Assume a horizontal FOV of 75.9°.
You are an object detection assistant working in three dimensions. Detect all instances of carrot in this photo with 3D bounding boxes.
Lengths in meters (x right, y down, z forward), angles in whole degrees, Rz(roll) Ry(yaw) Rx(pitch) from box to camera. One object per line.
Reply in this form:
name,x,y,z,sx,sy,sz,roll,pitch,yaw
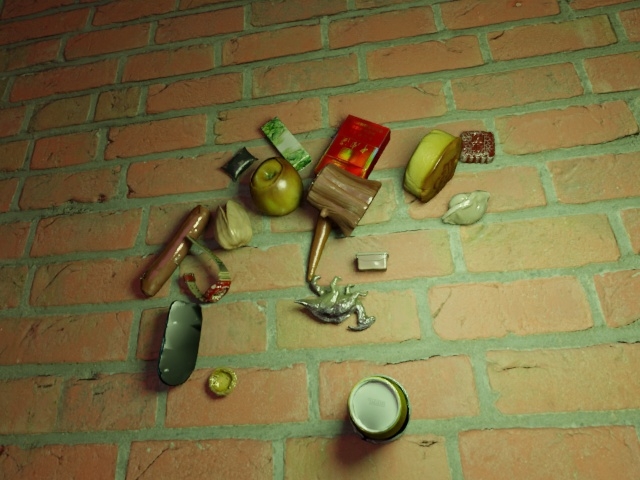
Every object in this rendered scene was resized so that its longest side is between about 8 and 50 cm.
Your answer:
carrot,0.000,0.000,1.590,0.068,0.069,0.337,10,75,14

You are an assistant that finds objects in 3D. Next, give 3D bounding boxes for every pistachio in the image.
pistachio,-0.354,-0.063,1.627,0.157,0.157,0.230,-23,53,0

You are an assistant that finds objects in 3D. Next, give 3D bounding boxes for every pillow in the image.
pillow,-0.353,-0.338,1.799,0.090,0.048,0.150,39,76,25

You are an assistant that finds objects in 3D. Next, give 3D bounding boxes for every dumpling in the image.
dumpling,0.540,-0.127,1.507,0.198,0.136,0.118,-25,58,-13

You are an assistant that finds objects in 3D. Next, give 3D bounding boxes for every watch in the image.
watch,-0.461,0.118,1.588,0.268,0.102,0.165,38,99,22

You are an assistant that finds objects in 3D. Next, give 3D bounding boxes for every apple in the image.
apple,-0.174,-0.215,1.627,0.236,0.208,0.237,-4,64,8

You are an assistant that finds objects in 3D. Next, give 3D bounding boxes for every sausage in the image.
sausage,-0.585,0.039,1.657,0.094,0.094,0.419,39,74,-22

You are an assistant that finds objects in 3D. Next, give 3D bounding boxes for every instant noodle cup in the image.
instant noodle cup,0.169,0.505,1.246,0.215,0.236,0.216,-5,65,10

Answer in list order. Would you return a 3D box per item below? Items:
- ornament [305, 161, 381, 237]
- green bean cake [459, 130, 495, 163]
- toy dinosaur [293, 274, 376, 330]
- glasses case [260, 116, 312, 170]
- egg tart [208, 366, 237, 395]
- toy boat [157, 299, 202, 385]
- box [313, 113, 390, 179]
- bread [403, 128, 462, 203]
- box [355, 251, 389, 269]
ornament,0.079,-0.165,1.527,0.217,0.221,0.235,33,96,4
green bean cake,0.623,-0.375,1.637,0.135,0.056,0.135,3,69,11
toy dinosaur,0.061,0.218,1.472,0.293,0.077,0.162,13,70,14
glasses case,-0.149,-0.420,1.791,0.095,0.062,0.272,-37,65,0
egg tart,-0.342,0.495,1.446,0.104,0.039,0.105,-4,67,9
toy boat,-0.526,0.376,1.506,0.092,0.134,0.299,-16,61,44
box,0.134,-0.354,1.699,0.197,0.089,0.314,25,74,18
bread,0.419,-0.275,1.523,0.147,0.270,0.270,33,76,22
box,0.192,0.080,1.506,0.121,0.089,0.062,-3,78,9
